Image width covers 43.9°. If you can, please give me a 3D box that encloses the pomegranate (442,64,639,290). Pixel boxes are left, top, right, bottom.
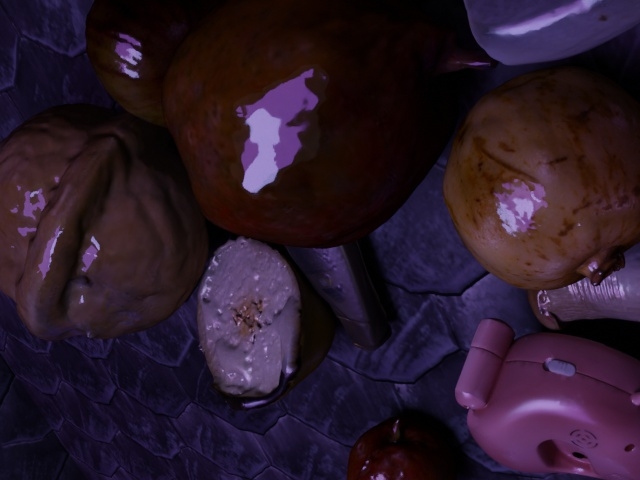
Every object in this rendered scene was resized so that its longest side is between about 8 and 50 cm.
[{"bbox_3d":[0.228,-0.052,0.763,0.215,0.215,0.215,26,137,27],"label":"pomegranate"}]

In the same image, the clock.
[{"bbox_3d":[0.304,0.210,0.922,0.241,0.142,0.227,7,152,36],"label":"clock"}]

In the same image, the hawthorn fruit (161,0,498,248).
[{"bbox_3d":[-0.010,-0.136,0.851,0.308,0.308,0.324,52,164,-4],"label":"hawthorn fruit"}]

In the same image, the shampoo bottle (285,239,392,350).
[{"bbox_3d":[0.000,0.000,1.132,0.125,0.084,0.350,-10,115,51],"label":"shampoo bottle"}]

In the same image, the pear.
[{"bbox_3d":[-0.060,0.124,1.237,0.266,0.178,0.267,-5,83,47],"label":"pear"}]

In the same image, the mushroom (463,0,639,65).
[{"bbox_3d":[0.252,-0.248,0.639,0.328,0.122,0.159,-10,123,48],"label":"mushroom"}]

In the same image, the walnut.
[{"bbox_3d":[-0.351,-0.029,1.223,0.383,0.383,0.384,26,137,27],"label":"walnut"}]

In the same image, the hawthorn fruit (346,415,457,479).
[{"bbox_3d":[0.124,0.360,1.248,0.179,0.179,0.201,18,133,34],"label":"hawthorn fruit"}]

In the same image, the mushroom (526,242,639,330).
[{"bbox_3d":[0.355,0.028,0.797,0.351,0.095,0.123,-20,101,51],"label":"mushroom"}]

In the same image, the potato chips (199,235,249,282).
[{"bbox_3d":[-0.160,0.027,1.357,0.026,0.037,0.204,40,138,-5],"label":"potato chips"}]

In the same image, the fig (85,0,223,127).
[{"bbox_3d":[-0.228,-0.275,1.051,0.320,0.216,0.217,35,144,47],"label":"fig"}]
